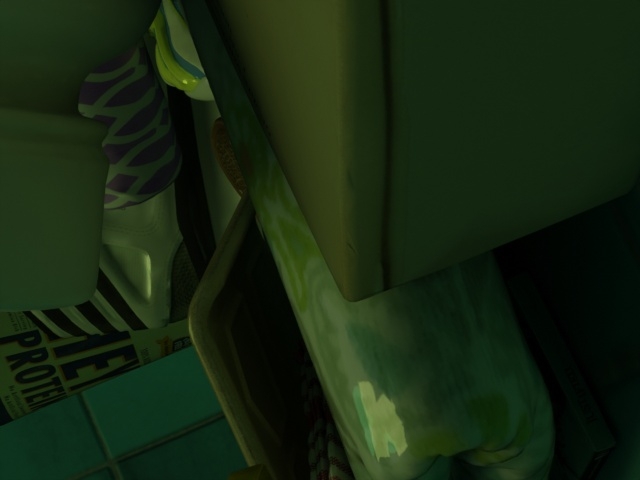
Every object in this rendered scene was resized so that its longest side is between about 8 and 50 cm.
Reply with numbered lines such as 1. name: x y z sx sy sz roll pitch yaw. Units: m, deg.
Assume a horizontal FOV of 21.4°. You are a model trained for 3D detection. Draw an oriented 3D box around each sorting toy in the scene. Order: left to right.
1. sorting toy: -0.030 0.114 0.933 0.307 0.041 0.229 -74 -34 -73

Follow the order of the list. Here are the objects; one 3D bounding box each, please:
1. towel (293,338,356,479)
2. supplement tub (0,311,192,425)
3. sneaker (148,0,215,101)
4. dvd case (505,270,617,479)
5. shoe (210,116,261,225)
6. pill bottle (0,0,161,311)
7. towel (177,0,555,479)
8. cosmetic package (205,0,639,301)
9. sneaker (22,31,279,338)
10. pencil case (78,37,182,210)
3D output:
1. towel: 0.043 0.153 0.930 0.144 0.029 0.197 37 -148 -32
2. supplement tub: -0.198 0.002 1.446 0.235 0.325 0.235 158 90 -82
3. sneaker: -0.079 -0.175 1.029 0.240 0.091 0.126 -125 15 -59
4. dvd case: 0.104 0.072 0.784 0.119 0.013 0.087 85 161 -70
5. shoe: 0.000 0.000 1.150 0.219 0.058 0.076 61 151 15
6. pill bottle: -0.160 -0.179 0.586 0.224 0.224 0.392 -166 80 -80
7. towel: 0.018 -0.008 0.761 0.374 0.090 0.320 73 175 -67
8. cosmetic package: 0.024 -0.122 0.437 0.309 0.113 0.160 84 162 -66
9. sneaker: -0.202 -0.140 1.244 0.169 0.257 0.447 177 79 -81
10. pencil case: -0.151 -0.115 1.077 0.088 0.086 0.206 53 163 46
